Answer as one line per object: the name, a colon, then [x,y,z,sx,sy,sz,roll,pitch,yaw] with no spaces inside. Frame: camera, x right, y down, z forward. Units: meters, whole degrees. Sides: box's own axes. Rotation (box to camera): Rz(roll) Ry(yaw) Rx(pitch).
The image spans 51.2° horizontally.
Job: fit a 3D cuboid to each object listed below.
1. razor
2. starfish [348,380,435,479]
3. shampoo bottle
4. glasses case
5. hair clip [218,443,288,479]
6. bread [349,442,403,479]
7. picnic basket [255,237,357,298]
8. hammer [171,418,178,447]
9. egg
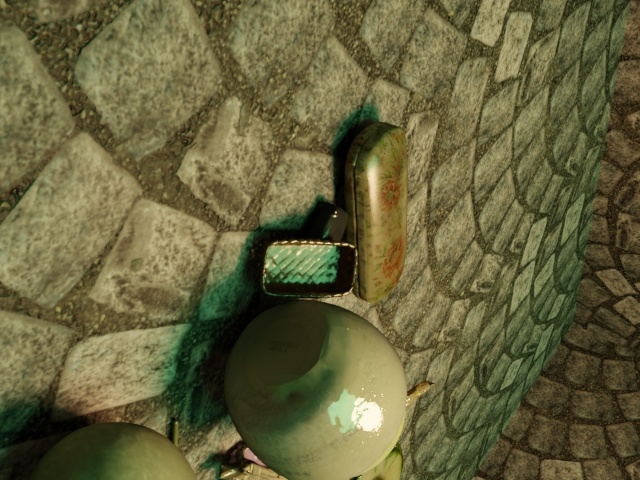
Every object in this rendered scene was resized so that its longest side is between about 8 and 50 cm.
razor: [0.000,0.000,1.294,0.148,0.054,0.090,-58,151,-8]
starfish: [0.082,0.442,1.645,0.398,0.132,0.383,43,71,-45]
shampoo bottle: [-0.009,0.276,1.229,0.322,0.322,0.317,-56,139,-11]
glasses case: [0.118,-0.046,1.390,0.156,0.098,0.425,-44,144,-36]
hair clip: [-0.121,0.494,1.431,0.292,0.085,0.106,43,46,-55]
bread: [0.080,0.710,1.863,0.382,0.129,0.366,-49,144,-21]
picnic basket: [-0.027,0.048,1.215,0.193,0.055,0.110,4,95,-27]
hammer: [-0.277,0.407,1.223,0.060,0.028,0.195,-18,124,-41]
egg: [-0.297,0.415,0.973,0.258,0.258,0.352,-41,145,-32]
